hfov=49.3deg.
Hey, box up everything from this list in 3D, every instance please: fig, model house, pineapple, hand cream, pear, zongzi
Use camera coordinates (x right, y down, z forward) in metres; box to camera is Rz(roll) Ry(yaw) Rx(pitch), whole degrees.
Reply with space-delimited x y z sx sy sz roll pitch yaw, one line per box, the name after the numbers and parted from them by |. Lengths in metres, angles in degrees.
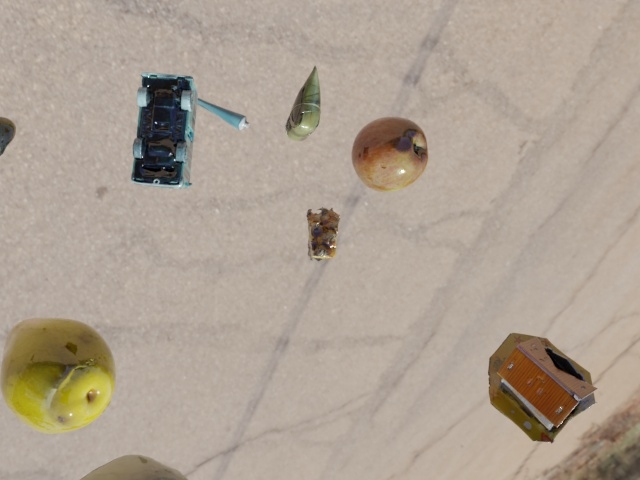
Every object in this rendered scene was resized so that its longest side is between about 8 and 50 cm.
-0.843 -0.279 1.844 0.084 0.098 0.082 -20 171 26 | fig
0.439 0.257 1.387 0.207 0.219 0.136 -34 151 -19 | model house
0.000 0.000 1.406 0.069 0.137 0.116 7 130 -2 | pineapple
-0.321 -0.404 2.176 0.048 0.224 0.083 -62 168 -3 | hand cream
-0.663 0.330 1.714 0.336 0.284 0.285 -7 158 29 | pear
-0.029 -0.238 1.227 0.052 0.113 0.104 8 173 -17 | zongzi

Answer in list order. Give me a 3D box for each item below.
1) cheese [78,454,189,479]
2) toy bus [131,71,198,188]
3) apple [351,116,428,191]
-0.275 0.480 0.967 0.328 0.130 0.351 -45 122 -15 | cheese
-0.354 -0.241 1.606 0.128 0.256 0.147 4 174 -1 | toy bus
0.176 -0.217 1.745 0.174 0.188 0.188 -9 167 41 | apple
